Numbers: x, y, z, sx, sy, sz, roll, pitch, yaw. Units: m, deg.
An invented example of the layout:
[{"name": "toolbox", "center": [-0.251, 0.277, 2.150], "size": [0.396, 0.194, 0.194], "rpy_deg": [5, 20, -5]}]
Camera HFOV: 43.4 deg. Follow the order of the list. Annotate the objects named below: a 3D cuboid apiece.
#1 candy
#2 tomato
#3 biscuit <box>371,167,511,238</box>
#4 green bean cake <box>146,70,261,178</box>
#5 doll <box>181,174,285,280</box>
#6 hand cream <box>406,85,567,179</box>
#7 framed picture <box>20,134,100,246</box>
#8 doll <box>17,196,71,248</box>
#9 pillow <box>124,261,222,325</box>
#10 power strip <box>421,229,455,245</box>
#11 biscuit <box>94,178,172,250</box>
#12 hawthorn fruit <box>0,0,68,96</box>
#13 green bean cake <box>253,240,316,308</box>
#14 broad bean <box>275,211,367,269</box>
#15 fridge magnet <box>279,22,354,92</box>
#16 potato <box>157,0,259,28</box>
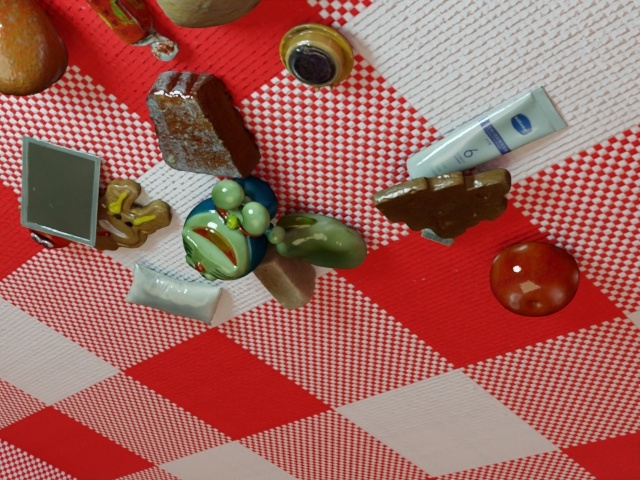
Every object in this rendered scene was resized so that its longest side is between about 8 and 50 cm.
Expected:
[{"name": "candy", "center": [-0.380, -0.443, 1.501], "size": [0.086, 0.059, 0.292], "rpy_deg": [-15, 131, 36]}, {"name": "tomato", "center": [0.475, 0.089, 1.793], "size": [0.195, 0.136, 0.195], "rpy_deg": [9, 139, 7]}, {"name": "biscuit", "center": [0.248, -0.084, 1.667], "size": [0.302, 0.043, 0.278], "rpy_deg": [5, 153, -23]}, {"name": "green bean cake", "center": [-0.243, -0.240, 1.664], "size": [0.199, 0.097, 0.232], "rpy_deg": [5, 139, 14]}, {"name": "doll", "center": [-0.198, -0.026, 1.829], "size": [0.198, 0.186, 0.322], "rpy_deg": [45, 132, -3]}, {"name": "hand cream", "center": [0.314, -0.196, 1.592], "size": [0.321, 0.067, 0.109], "rpy_deg": [-25, 125, 29]}, {"name": "framed picture", "center": [-0.622, -0.117, 1.928], "size": [0.197, 0.014, 0.252], "rpy_deg": [16, 121, 3]}, {"name": "doll", "center": [-0.686, -0.052, 2.033], "size": [0.183, 0.085, 0.217], "rpy_deg": [36, 136, -4]}, {"name": "pillow", "center": [-0.398, 0.143, 2.178], "size": [0.254, 0.078, 0.144], "rpy_deg": [16, 131, -2]}, {"name": "power strip", "center": [0.269, -0.010, 1.836], "size": [0.083, 0.017, 0.027], "rpy_deg": [20, 142, -3]}, {"name": "biscuit", "center": [-0.504, -0.048, 2.015], "size": [0.186, 0.044, 0.295], "rpy_deg": [37, 135, -21]}, {"name": "hawthorn fruit", "center": [-0.595, -0.399, 1.535], "size": [0.200, 0.199, 0.251], "rpy_deg": [6, 126, 11]}, {"name": "green bean cake", "center": [-0.087, 0.076, 1.974], "size": [0.085, 0.109, 0.179], "rpy_deg": [-13, 133, 28]}, {"name": "broad bean", "center": [0.000, 0.000, 1.879], "size": [0.228, 0.100, 0.169], "rpy_deg": [23, 147, -27]}, {"name": "fridge magnet", "center": [-0.008, -0.341, 1.500], "size": [0.143, 0.063, 0.143], "rpy_deg": [10, 143, 8]}, {"name": "potato", "center": [-0.162, -0.431, 1.344], "size": [0.211, 0.189, 0.264], "rpy_deg": [9, 140, 6]}]
